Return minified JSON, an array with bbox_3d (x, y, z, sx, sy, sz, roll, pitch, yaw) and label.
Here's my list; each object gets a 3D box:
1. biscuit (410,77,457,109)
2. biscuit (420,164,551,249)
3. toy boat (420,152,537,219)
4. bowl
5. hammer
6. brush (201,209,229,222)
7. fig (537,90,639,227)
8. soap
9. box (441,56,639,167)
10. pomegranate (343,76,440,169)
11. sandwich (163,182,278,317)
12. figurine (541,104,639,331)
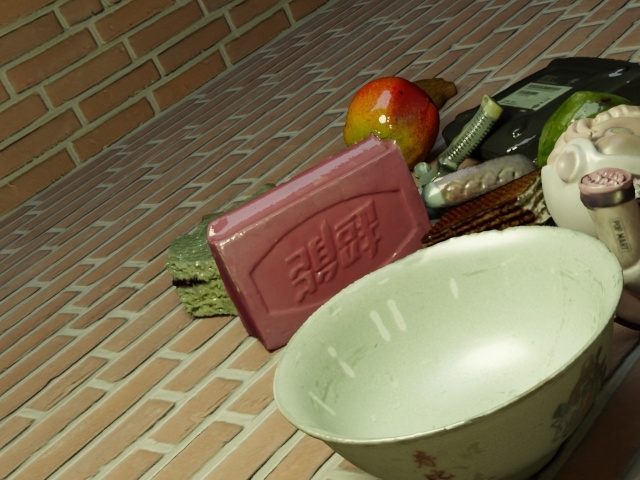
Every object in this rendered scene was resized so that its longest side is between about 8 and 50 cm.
[{"bbox_3d":[0.204,-0.344,2.666,0.257,0.049,0.273,-38,27,-32],"label":"biscuit"},{"bbox_3d":[0.283,-0.034,1.735,0.252,0.070,0.106,-26,14,48],"label":"biscuit"},{"bbox_3d":[0.284,-0.080,1.881,0.228,0.085,0.155,-18,-15,-5],"label":"toy boat"},{"bbox_3d":[0.177,0.173,1.273,0.435,0.196,0.435,-21,22,9],"label":"bowl"},{"bbox_3d":[0.274,-0.181,2.074,0.226,0.041,0.158,-51,24,14],"label":"hammer"},{"bbox_3d":[-0.181,-0.061,2.444,0.190,0.027,0.034,-13,27,8],"label":"brush"},{"bbox_3d":[0.433,-0.117,1.733,0.235,0.203,0.203,-54,29,-13],"label":"fig"},{"bbox_3d":[0.000,0.000,1.821,0.360,0.233,0.128,-30,24,-12],"label":"soap"},{"bbox_3d":[0.451,-0.261,2.143,0.350,0.091,0.359,-30,20,-11],"label":"box"},{"bbox_3d":[0.145,-0.238,2.258,0.210,0.210,0.235,-5,36,41],"label":"pomegranate"},{"bbox_3d":[-0.148,0.018,2.073,0.325,0.131,0.262,-34,24,-20],"label":"sandwich"},{"bbox_3d":[0.431,-0.056,1.493,0.211,0.253,0.361,-53,16,24],"label":"figurine"}]
